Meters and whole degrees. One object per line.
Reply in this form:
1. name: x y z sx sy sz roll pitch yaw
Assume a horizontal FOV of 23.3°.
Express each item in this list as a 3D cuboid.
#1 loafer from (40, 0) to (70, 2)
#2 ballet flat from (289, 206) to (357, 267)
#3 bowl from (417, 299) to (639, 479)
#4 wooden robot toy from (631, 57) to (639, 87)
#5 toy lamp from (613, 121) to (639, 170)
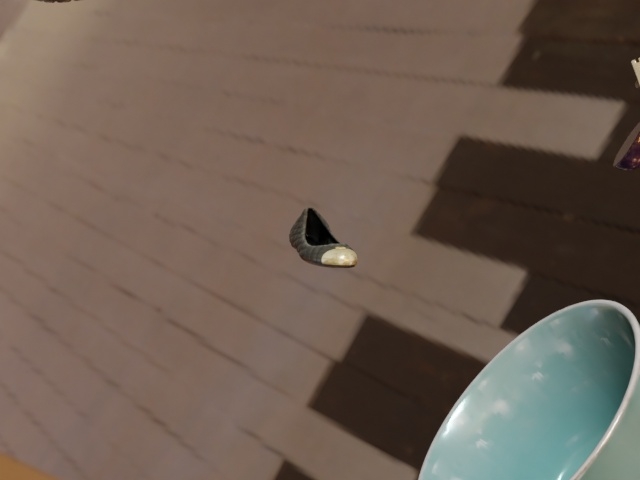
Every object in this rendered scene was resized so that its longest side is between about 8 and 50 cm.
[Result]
1. loafer: -0.159 -0.362 1.515 0.366 0.130 0.134 -35 32 -12
2. ballet flat: 0.000 0.000 1.841 0.173 0.057 0.049 -144 63 -66
3. bowl: 0.260 0.230 1.590 0.311 0.163 0.311 -44 19 19
4. wooden robot toy: 0.277 -0.156 1.003 0.173 0.076 0.079 -28 73 32
5. toy lamp: 0.496 -0.048 1.925 0.080 0.274 0.080 -57 0 0
